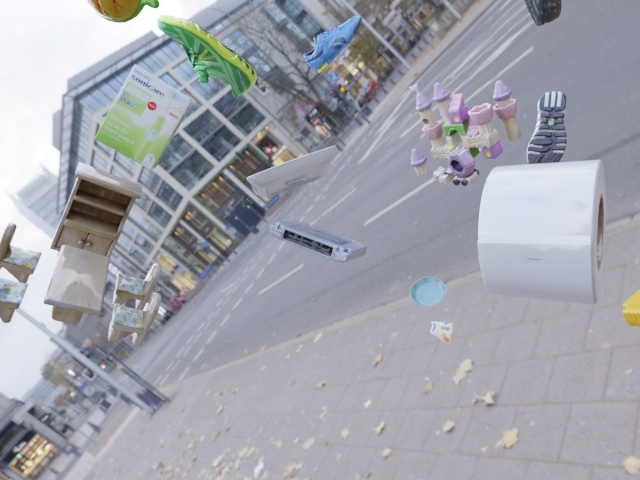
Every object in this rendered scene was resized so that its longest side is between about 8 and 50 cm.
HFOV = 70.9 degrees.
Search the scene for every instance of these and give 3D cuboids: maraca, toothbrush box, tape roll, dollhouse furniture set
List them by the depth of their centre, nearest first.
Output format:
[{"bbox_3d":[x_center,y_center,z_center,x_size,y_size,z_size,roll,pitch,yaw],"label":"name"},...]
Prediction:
[{"bbox_3d":[0.401,-0.016,0.800,0.169,0.246,0.246,2,42,35],"label":"tape roll"},{"bbox_3d":[-0.394,-0.508,0.897,0.186,0.127,0.099,-2,27,20],"label":"maraca"},{"bbox_3d":[-0.589,0.017,1.145,0.256,0.362,0.394,-57,32,20],"label":"dollhouse furniture set"},{"bbox_3d":[-0.604,-0.419,1.555,0.283,0.206,0.122,-58,18,4],"label":"toothbrush box"}]

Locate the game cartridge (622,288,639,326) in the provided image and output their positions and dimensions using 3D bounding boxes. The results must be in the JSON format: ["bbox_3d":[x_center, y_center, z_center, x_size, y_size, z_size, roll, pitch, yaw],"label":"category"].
[{"bbox_3d":[0.800,0.091,0.850,0.285,0.052,0.324,-29,4,-19],"label":"game cartridge"}]

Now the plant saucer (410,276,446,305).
[{"bbox_3d":[0.368,0.179,1.531,0.119,0.021,0.119,-14,45,14],"label":"plant saucer"}]

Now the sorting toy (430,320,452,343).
[{"bbox_3d":[0.440,0.325,1.640,0.045,0.075,0.083,88,-162,-50],"label":"sorting toy"}]

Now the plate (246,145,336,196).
[{"bbox_3d":[-0.084,-0.202,1.415,0.278,0.045,0.277,-21,-2,-4],"label":"plate"}]

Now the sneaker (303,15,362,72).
[{"bbox_3d":[0.033,-0.601,1.349,0.209,0.082,0.069,-37,27,34],"label":"sneaker"}]

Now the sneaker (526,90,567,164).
[{"bbox_3d":[0.732,-0.319,1.447,0.162,0.106,0.281,37,-112,-63],"label":"sneaker"}]

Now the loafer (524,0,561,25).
[{"bbox_3d":[0.225,-0.287,0.426,0.062,0.061,0.170,27,-115,-69],"label":"loafer"}]

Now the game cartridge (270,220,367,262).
[{"bbox_3d":[0.000,0.000,1.542,0.198,0.297,0.062,-1,-70,-65],"label":"game cartridge"}]

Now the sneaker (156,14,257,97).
[{"bbox_3d":[-0.318,-0.499,1.228,0.123,0.295,0.109,-52,22,16],"label":"sneaker"}]

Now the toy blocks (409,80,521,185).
[{"bbox_3d":[0.408,-0.367,1.396,0.309,0.260,0.288,-40,28,-21],"label":"toy blocks"}]
